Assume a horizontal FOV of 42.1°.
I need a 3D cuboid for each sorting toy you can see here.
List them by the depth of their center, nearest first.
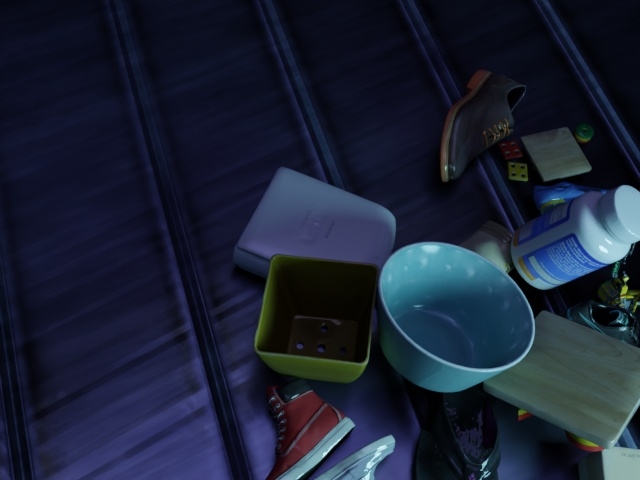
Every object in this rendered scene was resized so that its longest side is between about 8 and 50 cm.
[{"bbox_3d":[0.489,0.284,1.619,0.257,0.089,0.255,23,44,32],"label":"sorting toy"},{"bbox_3d":[0.555,-0.198,2.013,0.274,0.046,0.132,-14,62,-16],"label":"sorting toy"}]

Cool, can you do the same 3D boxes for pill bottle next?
[{"bbox_3d":[0.535,-0.009,1.704,0.152,0.272,0.152,14,62,-29],"label":"pill bottle"}]

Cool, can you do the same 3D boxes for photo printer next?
[{"bbox_3d":[0.000,0.000,1.788,0.307,0.107,0.256,23,59,7],"label":"photo printer"}]

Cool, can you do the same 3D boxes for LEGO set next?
[{"bbox_3d":[0.743,0.070,1.717,0.255,0.331,0.192,8,30,-17],"label":"LEGO set"}]

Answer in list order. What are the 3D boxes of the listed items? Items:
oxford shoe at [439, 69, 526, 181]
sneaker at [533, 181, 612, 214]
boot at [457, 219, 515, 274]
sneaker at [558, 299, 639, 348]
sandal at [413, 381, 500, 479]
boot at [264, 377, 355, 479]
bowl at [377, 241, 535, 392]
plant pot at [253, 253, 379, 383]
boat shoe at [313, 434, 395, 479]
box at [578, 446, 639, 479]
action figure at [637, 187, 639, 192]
[{"bbox_3d":[0.383,-0.274,1.971,0.132,0.130,0.364,15,57,24],"label":"oxford shoe"},{"bbox_3d":[0.602,-0.110,1.955,0.209,0.069,0.082,-5,56,-10],"label":"sneaker"},{"bbox_3d":[0.387,0.089,1.797,0.203,0.095,0.262,-32,65,-25],"label":"boot"},{"bbox_3d":[0.631,0.206,1.732,0.267,0.106,0.101,23,48,-5],"label":"sneaker"},{"bbox_3d":[0.277,0.355,1.611,0.167,0.107,0.446,11,58,-2],"label":"sandal"},{"bbox_3d":[-0.076,0.375,1.571,0.176,0.088,0.244,39,54,16],"label":"boot"},{"bbox_3d":[0.235,0.169,1.600,0.311,0.163,0.311,11,43,-11],"label":"bowl"},{"bbox_3d":[-0.002,0.172,1.629,0.212,0.187,0.212,6,59,6],"label":"plant pot"},{"bbox_3d":[0.056,0.450,1.552,0.227,0.079,0.081,-30,76,-17],"label":"boat shoe"},{"bbox_3d":[0.571,0.551,1.524,0.148,0.121,0.311,6,59,-4],"label":"box"},{"bbox_3d":[0.856,-0.119,1.958,0.280,0.139,0.091,-7,59,-8],"label":"action figure"}]
